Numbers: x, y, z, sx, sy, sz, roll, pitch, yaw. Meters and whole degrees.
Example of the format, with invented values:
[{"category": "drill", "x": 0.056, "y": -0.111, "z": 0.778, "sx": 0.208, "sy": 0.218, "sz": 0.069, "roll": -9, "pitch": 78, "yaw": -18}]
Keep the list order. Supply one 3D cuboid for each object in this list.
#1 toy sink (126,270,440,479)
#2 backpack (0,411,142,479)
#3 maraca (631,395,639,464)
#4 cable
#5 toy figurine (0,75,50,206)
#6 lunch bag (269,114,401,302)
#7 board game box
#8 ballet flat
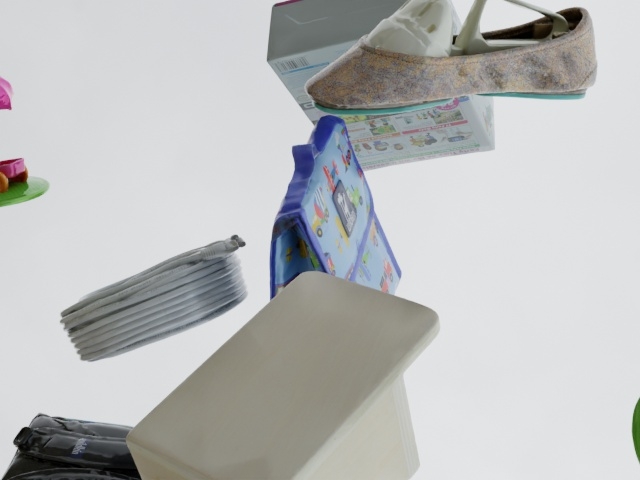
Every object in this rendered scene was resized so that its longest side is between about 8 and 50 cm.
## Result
[{"category": "toy sink", "x": -0.014, "y": 0.156, "z": 0.920, "sx": 0.152, "sy": 0.234, "sz": 0.131, "roll": 17, "pitch": -45, "yaw": 35}, {"category": "backpack", "x": -0.262, "y": 0.399, "z": 1.588, "sx": 0.355, "sy": 0.290, "sz": 0.273, "roll": -8, "pitch": -58, "yaw": 12}, {"category": "maraca", "x": 0.335, "y": 0.182, "z": 0.908, "sx": 0.186, "sy": 0.127, "sz": 0.099, "roll": 47, "pitch": -10, "yaw": 2}, {"category": "cable", "x": -0.223, "y": 0.083, "z": 1.506, "sx": 0.089, "sy": 0.257, "sz": 0.257, "roll": 67, "pitch": -18, "yaw": -4}, {"category": "toy figurine", "x": -0.412, "y": -0.129, "z": 1.299, "sx": 0.173, "sy": 0.130, "sz": 0.159, "roll": 1, "pitch": -71, "yaw": 17}, {"category": "lunch bag", "x": 0.000, "y": 0.000, "z": 1.406, "sx": 0.138, "sy": 0.221, "sz": 0.293, "roll": 0, "pitch": -53, "yaw": 18}, {"category": "board game box", "x": 0.091, "y": -0.215, "z": 1.491, "sx": 0.224, "sy": 0.303, "sz": 0.098, "roll": -8, "pitch": -120, "yaw": 20}, {"category": "ballet flat", "x": 0.132, "y": -0.189, "z": 1.081, "sx": 0.107, "sy": 0.316, "sz": 0.106, "roll": -136, "pitch": -136, "yaw": -54}]
